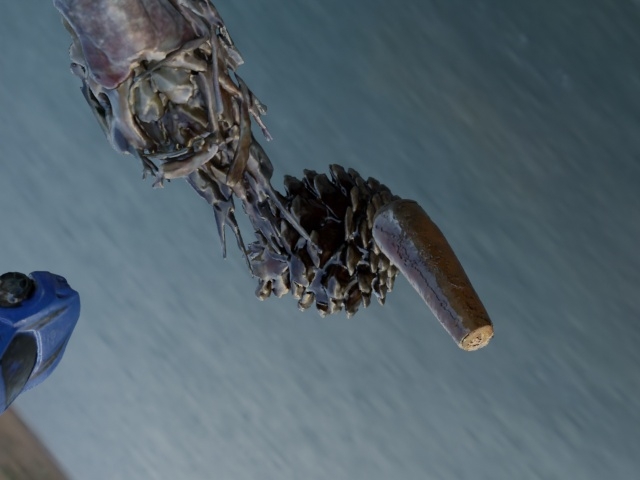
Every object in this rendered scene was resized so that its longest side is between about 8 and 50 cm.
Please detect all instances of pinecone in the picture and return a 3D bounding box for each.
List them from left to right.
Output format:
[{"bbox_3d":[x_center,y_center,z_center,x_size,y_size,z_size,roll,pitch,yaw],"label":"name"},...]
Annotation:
[{"bbox_3d":[0.002,-0.004,1.802,0.204,0.179,0.184,12,121,13],"label":"pinecone"}]

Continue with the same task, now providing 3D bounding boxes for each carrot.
[{"bbox_3d":[0.099,0.027,1.352,0.161,0.055,0.055,56,171,36],"label":"carrot"}]

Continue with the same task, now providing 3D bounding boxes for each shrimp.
[{"bbox_3d":[-0.106,-0.105,1.142,0.343,0.116,0.145,59,170,-26],"label":"shrimp"}]

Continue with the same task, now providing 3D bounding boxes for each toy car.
[{"bbox_3d":[-0.259,0.100,1.114,0.063,0.216,0.103,40,145,28],"label":"toy car"}]
